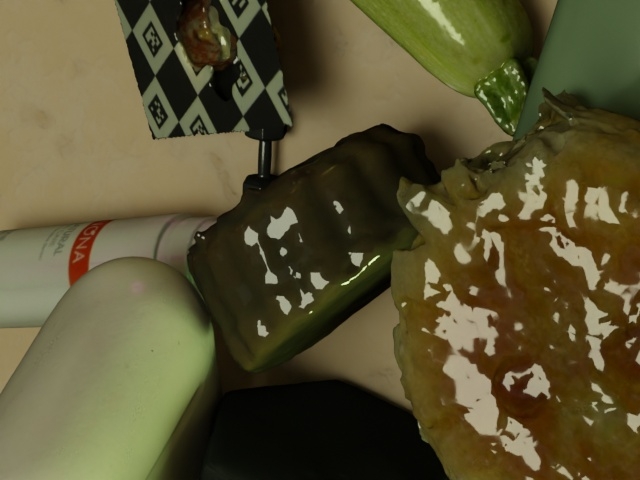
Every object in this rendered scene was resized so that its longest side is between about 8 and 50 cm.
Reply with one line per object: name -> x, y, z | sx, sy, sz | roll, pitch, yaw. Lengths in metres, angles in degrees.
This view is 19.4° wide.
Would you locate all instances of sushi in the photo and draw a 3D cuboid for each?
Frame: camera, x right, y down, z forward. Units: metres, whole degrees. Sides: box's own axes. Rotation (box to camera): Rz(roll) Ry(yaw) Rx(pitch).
sushi -> -0.103, -0.238, 1.622 | 0.264, 0.050, 0.290 | 0, 106, 56

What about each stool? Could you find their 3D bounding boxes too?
stool -> -0.001, 0.227, 1.595 | 0.232, 0.232, 0.141 | 25, 120, 27

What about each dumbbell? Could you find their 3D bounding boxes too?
dumbbell -> -0.049, -0.072, 1.643 | 0.036, 0.040, 0.083 | -140, 49, -59

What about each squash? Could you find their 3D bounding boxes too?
squash -> 0.091, -0.193, 1.474 | 0.287, 0.137, 0.137 | 49, 127, -3

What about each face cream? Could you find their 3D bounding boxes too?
face cream -> -0.187, 0.029, 1.733 | 0.346, 0.102, 0.102 | -6, 101, 36

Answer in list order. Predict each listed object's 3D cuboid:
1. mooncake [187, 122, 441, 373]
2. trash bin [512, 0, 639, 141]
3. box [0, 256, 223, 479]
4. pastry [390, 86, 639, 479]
mooncake -> 0.000, 0.000, 1.518 | 0.228, 0.228, 0.124 | -40, 79, 37
trash bin -> 0.260, -0.074, 1.349 | 0.223, 0.158, 0.343 | 25, 117, 27
box -> -0.187, 0.194, 1.612 | 0.141, 0.288, 0.349 | 22, 152, 15
pastry -> 0.194, 0.071, 1.255 | 0.330, 0.136, 0.329 | 9, 108, 30
